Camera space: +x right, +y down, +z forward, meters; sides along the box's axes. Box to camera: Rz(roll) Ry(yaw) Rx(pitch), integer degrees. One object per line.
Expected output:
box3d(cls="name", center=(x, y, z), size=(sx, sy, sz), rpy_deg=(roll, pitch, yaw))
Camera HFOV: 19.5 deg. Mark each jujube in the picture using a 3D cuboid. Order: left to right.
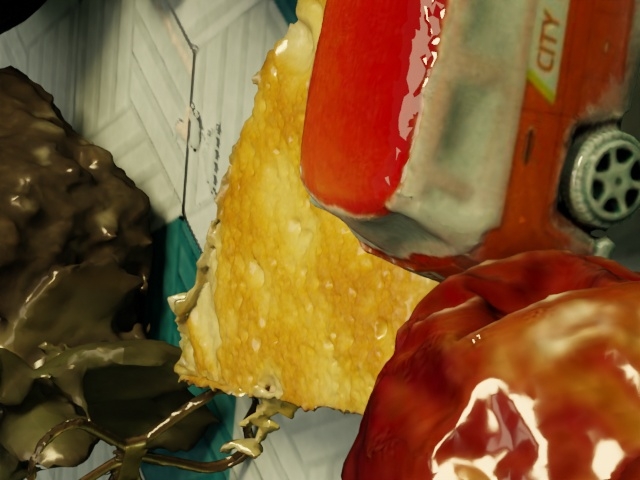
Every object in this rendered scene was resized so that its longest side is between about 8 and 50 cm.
box3d(cls="jujube", center=(0.119, 0.176, 0.668), size=(0.216, 0.216, 0.342), rpy_deg=(12, 112, 57))

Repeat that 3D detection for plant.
box3d(cls="plant", center=(-0.206, 0.044, 1.159), size=(0.312, 0.215, 0.213), rpy_deg=(55, 143, 35))

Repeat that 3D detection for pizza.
box3d(cls="pizza", center=(0.000, 0.000, 0.954), size=(0.287, 0.075, 0.280), rpy_deg=(-35, 60, 52))

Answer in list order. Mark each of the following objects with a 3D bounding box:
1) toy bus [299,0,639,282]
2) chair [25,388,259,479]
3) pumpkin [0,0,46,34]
box3d(cls="toy bus", center=(0.070, -0.108, 0.745), size=(0.121, 0.119, 0.265), rpy_deg=(16, 95, 56))
box3d(cls="chair", center=(-0.091, 0.265, 1.062), size=(0.170, 0.159, 0.326), rpy_deg=(45, 132, 44))
box3d(cls="pumpkin", center=(-0.283, -0.293, 1.186), size=(0.363, 0.266, 0.363), rpy_deg=(1, 91, 61))
